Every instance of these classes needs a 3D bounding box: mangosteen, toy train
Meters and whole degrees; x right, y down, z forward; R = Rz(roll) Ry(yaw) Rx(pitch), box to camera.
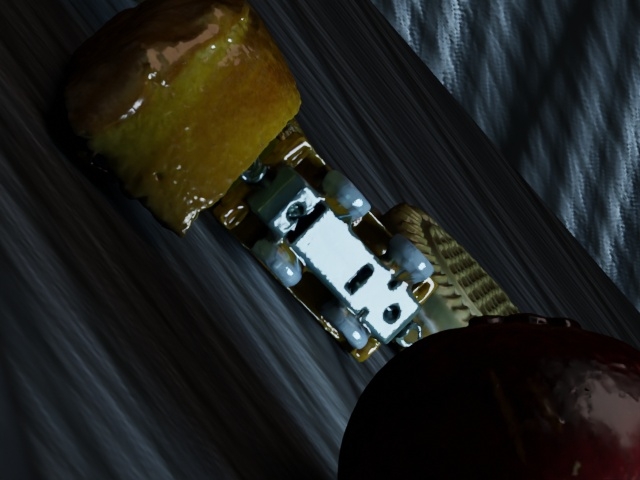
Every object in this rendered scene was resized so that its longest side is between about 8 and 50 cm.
[{"bbox_3d":[0.117,0.171,1.108,0.215,0.215,0.258,23,64,-67],"label":"mangosteen"},{"bbox_3d":[0.000,0.000,1.419,0.219,0.089,0.127,45,-1,-30],"label":"toy train"}]

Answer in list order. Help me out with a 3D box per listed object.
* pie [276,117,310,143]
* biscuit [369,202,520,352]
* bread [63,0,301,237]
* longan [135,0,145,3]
[{"bbox_3d":[-0.025,-0.079,1.721,0.170,0.034,0.092,60,11,14],"label":"pie"},{"bbox_3d":[0.118,0.069,1.674,0.259,0.079,0.259,48,11,-12],"label":"biscuit"},{"bbox_3d":[-0.088,-0.108,1.303,0.129,0.134,0.260,49,11,-14],"label":"bread"},{"bbox_3d":[-0.120,-0.334,1.569,0.297,0.297,0.297,48,12,-13],"label":"longan"}]
